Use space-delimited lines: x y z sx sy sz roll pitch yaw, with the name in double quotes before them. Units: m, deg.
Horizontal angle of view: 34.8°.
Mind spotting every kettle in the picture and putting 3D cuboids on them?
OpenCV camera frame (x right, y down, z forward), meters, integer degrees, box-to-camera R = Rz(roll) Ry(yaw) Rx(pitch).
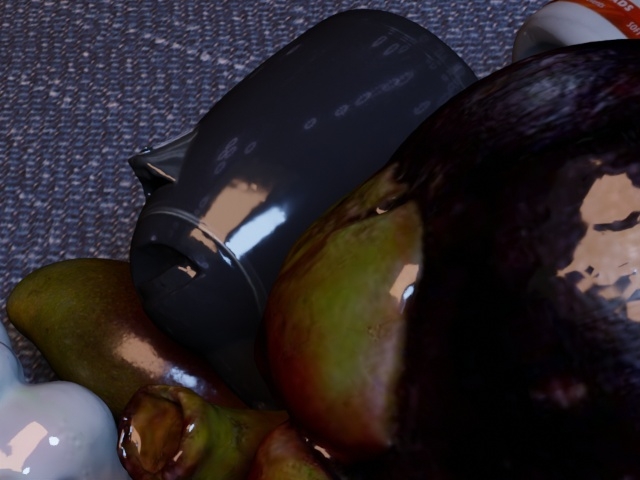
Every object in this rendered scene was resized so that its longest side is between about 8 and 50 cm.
"kettle" 0.000 0.000 0.771 0.207 0.268 0.290 -27 12 48

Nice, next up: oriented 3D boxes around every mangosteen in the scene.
"mangosteen" 0.129 0.099 0.562 0.435 0.382 0.382 -26 50 -9

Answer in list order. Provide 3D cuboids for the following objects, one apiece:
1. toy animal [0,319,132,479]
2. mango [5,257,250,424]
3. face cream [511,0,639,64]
"toy animal" -0.216 0.187 0.712 0.367 0.241 0.196 39 77 20
"mango" -0.150 0.083 0.818 0.267 0.111 0.133 24 39 27
"face cream" 0.282 -0.132 0.825 0.187 0.201 0.201 -30 51 -10
